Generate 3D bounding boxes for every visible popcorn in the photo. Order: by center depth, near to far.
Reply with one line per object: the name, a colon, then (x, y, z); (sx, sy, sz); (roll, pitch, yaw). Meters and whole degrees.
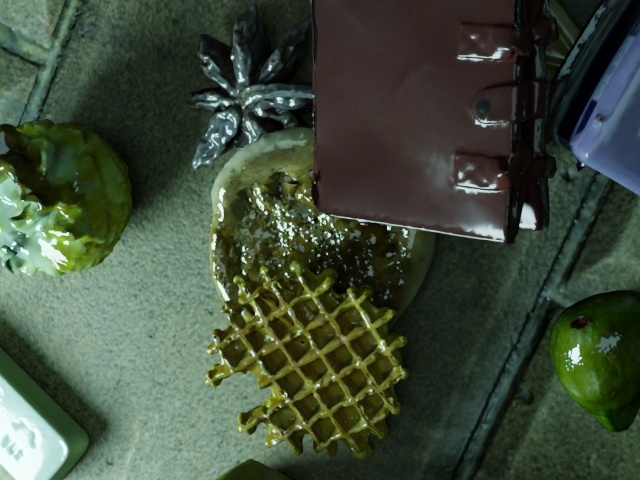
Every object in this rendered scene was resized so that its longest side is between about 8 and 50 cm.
popcorn: (-0.326, -0.057, 1.472); (0.198, 0.212, 0.198); (-15, 57, 23)

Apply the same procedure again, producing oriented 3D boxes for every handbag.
handbag: (0.104, -0.139, 1.228); (0.275, 0.084, 0.260); (12, 105, 46)

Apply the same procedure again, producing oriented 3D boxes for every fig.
fig: (0.306, 0.134, 1.327); (0.123, 0.123, 0.156); (-14, 102, 18)

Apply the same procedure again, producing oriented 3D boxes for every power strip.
power strip: (-0.454, 0.154, 1.590); (0.385, 0.062, 0.091); (43, 101, 10)

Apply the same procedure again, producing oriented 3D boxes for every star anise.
star anise: (-0.059, -0.161, 1.432); (0.231, 0.089, 0.209); (-19, 96, 29)

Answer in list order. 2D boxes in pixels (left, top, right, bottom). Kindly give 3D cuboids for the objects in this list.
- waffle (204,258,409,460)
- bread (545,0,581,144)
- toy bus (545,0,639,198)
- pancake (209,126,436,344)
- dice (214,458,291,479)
waffle: (-0.013, 0.136, 1.422); (0.229, 0.051, 0.231); (18, 113, 7)
bread: (0.184, -0.188, 1.345); (0.192, 0.110, 0.210); (-39, 83, 10)
toy bus: (0.436, -0.071, 1.168); (0.440, 0.249, 0.209); (31, 101, -2)
pancake: (0.000, 0.000, 1.421); (0.282, 0.049, 0.282); (4, 110, 11)
dice: (-0.103, 0.403, 1.411); (0.233, 0.227, 0.238); (-37, 83, 16)
